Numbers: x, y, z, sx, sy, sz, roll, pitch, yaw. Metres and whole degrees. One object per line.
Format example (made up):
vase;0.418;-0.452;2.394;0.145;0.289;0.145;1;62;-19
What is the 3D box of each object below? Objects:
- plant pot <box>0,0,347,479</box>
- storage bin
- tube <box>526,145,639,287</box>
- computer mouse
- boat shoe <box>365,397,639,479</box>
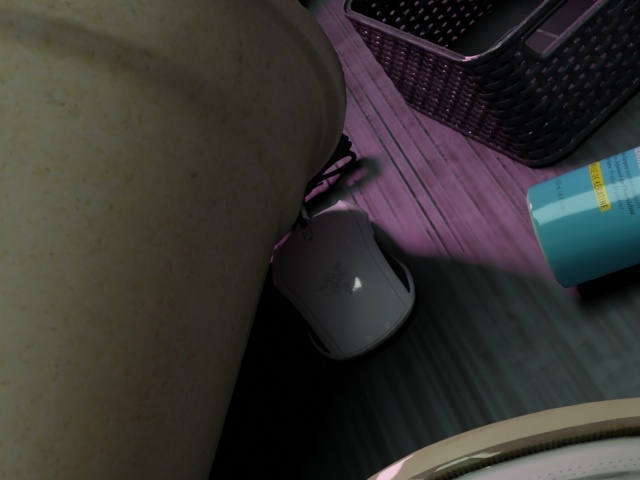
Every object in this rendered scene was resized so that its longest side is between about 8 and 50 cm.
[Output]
plant pot;-0.167;0.047;0.644;0.334;0.334;0.305;-13;59;36
storage bin;0.109;-0.132;0.794;0.122;0.084;0.180;-43;30;-6
tube;0.201;-0.035;0.616;0.207;0.052;0.080;-21;46;18
computer mouse;0.000;0.000;0.779;0.106;0.042;0.193;-37;31;1
boat shoe;0.019;0.157;0.479;0.302;0.113;0.103;-24;43;4
